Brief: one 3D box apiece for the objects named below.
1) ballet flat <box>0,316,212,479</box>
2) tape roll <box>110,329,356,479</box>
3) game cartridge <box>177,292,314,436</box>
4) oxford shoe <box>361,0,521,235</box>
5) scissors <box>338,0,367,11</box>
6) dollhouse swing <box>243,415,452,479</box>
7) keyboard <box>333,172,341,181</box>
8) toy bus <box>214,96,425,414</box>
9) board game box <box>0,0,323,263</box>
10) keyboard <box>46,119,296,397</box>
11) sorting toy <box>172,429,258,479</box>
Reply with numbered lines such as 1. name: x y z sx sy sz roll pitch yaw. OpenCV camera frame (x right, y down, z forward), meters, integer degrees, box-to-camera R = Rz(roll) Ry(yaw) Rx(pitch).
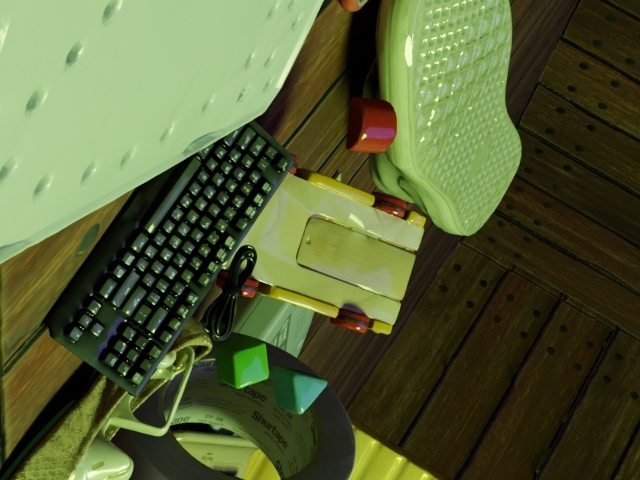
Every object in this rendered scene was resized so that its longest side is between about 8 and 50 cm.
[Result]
1. ballet flat: -0.143 0.125 0.918 0.206 0.067 0.073 -54 172 -25
2. tape roll: -0.073 0.162 1.041 0.189 0.189 0.080 -47 167 -54
3. game cartridge: -0.074 0.123 1.373 0.198 0.062 0.297 -60 172 -22
4. oxford shoe: 0.093 -0.133 1.223 0.169 0.130 0.449 -52 160 -9
5. scissors: 0.094 -0.286 1.011 0.297 0.021 0.109 -53 168 -24
6. dollhouse swing: -0.036 0.405 1.558 0.305 0.347 0.315 -62 171 27
7. keyboard: 0.000 0.000 1.496 0.072 0.014 0.256 -56 171 -17
8. toy bus: -0.028 -0.004 0.937 0.191 0.104 0.202 -31 114 -28
9. board game box: -0.031 -0.188 0.534 0.390 0.050 0.390 -62 171 25
10. keyboard: -0.078 0.010 0.823 0.023 0.108 0.180 16 -112 52
11. sorting toy: -0.145 0.283 1.223 0.229 0.041 0.307 -70 159 -3
